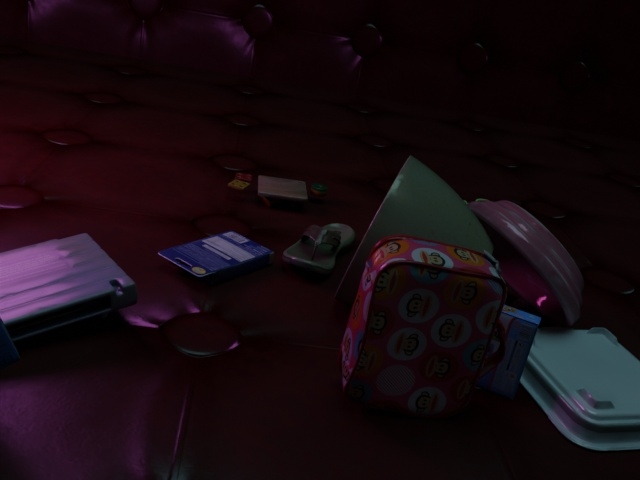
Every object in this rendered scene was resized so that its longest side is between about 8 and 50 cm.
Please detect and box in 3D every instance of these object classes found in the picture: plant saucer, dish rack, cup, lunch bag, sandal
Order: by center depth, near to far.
[{"bbox_3d":[0.179,0.148,1.190,0.258,0.293,0.120,11,25,-9],"label":"lunch bag"},{"bbox_3d":[0.516,0.255,1.374,0.286,0.072,0.333,2,24,-18],"label":"dish rack"},{"bbox_3d":[0.209,0.026,1.491,0.237,0.331,0.331,27,25,4],"label":"cup"},{"bbox_3d":[0.437,0.034,1.552,0.332,0.084,0.332,49,-1,1],"label":"plant saucer"},{"bbox_3d":[-0.001,-0.001,1.703,0.120,0.086,0.303,17,24,13],"label":"sandal"}]

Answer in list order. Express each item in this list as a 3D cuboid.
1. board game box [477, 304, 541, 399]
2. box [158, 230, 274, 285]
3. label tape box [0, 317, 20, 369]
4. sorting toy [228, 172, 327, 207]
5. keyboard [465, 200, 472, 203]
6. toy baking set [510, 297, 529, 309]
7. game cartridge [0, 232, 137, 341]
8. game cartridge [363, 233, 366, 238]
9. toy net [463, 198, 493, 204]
[{"bbox_3d":[0.271,0.177,1.328,0.212,0.160,0.039,20,24,19],"label":"board game box"},{"bbox_3d":[-0.226,0.038,1.580,0.136,0.036,0.225,26,26,32],"label":"box"},{"bbox_3d":[-0.624,0.111,1.058,0.249,0.115,0.348,-30,40,-26],"label":"label tape box"},{"bbox_3d":[-0.116,-0.128,1.991,0.275,0.046,0.132,8,24,-8],"label":"sorting toy"},{"bbox_3d":[0.407,-0.103,2.135,0.317,0.033,0.201,6,11,-9],"label":"keyboard"},{"bbox_3d":[0.352,0.129,1.632,0.256,0.030,0.196,12,23,2],"label":"toy baking set"},{"bbox_3d":[-0.528,0.093,1.262,0.355,0.068,0.230,-17,32,-34],"label":"game cartridge"},{"bbox_3d":[0.291,-0.003,1.894,0.286,0.052,0.324,19,27,18],"label":"game cartridge"},{"bbox_3d":[0.381,-0.069,1.941,0.122,0.045,0.232,31,32,22],"label":"toy net"}]
